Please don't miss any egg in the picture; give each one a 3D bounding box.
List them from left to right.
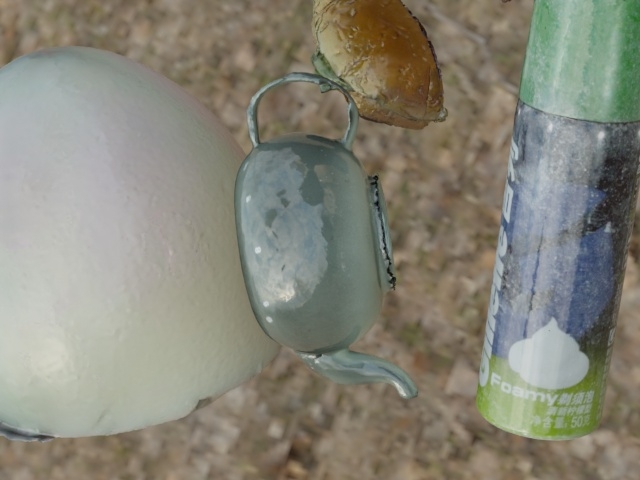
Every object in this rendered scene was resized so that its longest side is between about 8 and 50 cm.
[{"bbox_3d":[-0.223,-0.028,1.844,0.354,0.354,0.340,21,130,51],"label":"egg"}]

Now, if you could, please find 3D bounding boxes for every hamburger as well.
[{"bbox_3d":[0.043,-0.175,1.758,0.087,0.102,0.176,-40,76,38],"label":"hamburger"}]

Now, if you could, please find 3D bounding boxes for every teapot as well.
[{"bbox_3d":[0.000,0.000,1.635,0.129,0.193,0.294,-8,94,4],"label":"teapot"}]

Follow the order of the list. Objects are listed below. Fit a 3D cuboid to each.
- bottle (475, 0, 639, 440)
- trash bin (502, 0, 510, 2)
[{"bbox_3d":[0.172,-0.029,1.305,0.093,0.093,0.330,31,120,51],"label":"bottle"},{"bbox_3d":[0.086,-0.301,1.652,0.184,0.239,0.161,166,111,-67],"label":"trash bin"}]
